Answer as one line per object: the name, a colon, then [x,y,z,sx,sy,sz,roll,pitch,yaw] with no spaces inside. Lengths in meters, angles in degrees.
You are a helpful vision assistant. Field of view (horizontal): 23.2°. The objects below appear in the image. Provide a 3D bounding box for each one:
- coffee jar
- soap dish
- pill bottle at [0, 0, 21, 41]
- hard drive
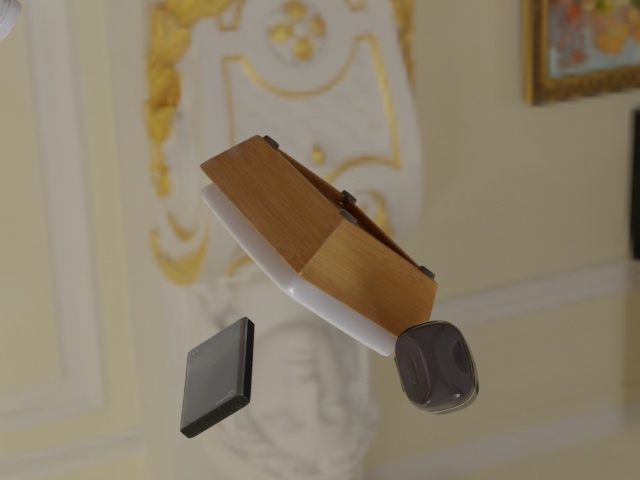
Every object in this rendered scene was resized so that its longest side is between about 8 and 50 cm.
coffee jar: [0.127,0.138,1.675,0.079,0.096,0.184,-16,172,6]
soap dish: [0.000,0.000,1.917,0.229,0.118,0.291,34,-172,-39]
pill bottle: [-0.461,-0.317,1.962,0.160,0.087,0.087,33,-177,-32]
hard drive: [-0.118,0.159,1.808,0.094,0.022,0.135,-32,-149,22]
